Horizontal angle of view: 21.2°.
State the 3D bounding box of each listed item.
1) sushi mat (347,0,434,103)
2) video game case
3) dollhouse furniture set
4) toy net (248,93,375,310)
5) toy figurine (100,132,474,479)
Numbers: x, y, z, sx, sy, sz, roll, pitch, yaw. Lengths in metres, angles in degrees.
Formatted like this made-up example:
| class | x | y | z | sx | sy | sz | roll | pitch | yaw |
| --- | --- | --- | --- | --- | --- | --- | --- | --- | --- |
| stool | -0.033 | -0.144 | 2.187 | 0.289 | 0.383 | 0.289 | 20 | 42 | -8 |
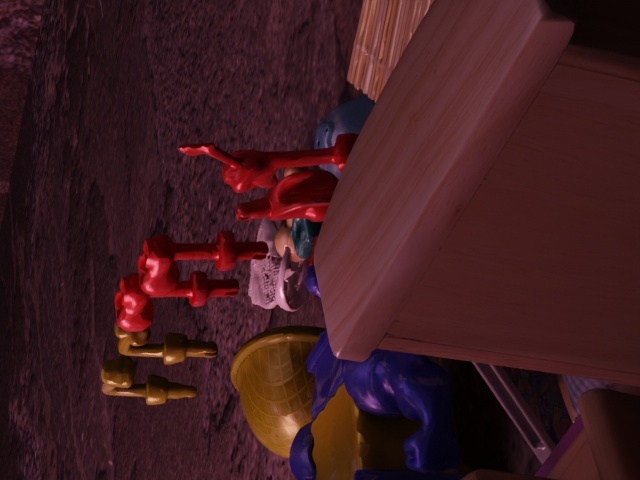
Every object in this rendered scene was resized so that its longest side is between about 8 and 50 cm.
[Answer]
| class | x | y | z | sx | sy | sz | roll | pitch | yaw |
| --- | --- | --- | --- | --- | --- | --- | --- | --- | --- |
| sushi mat | 0.064 | -0.215 | 0.952 | 0.151 | 0.019 | 0.316 | -127 | 44 | -63 |
| video game case | 0.092 | 0.036 | 0.723 | 0.011 | 0.122 | 0.087 | -13 | 34 | 37 |
| dollhouse furniture set | 0.079 | -0.071 | 0.629 | 0.303 | 0.198 | 0.286 | -101 | 30 | -43 |
| toy net | 0.000 | 0.000 | 1.171 | 0.232 | 0.045 | 0.122 | 121 | 147 | -57 |
| toy figurine | -0.007 | 0.115 | 0.941 | 0.362 | 0.191 | 0.217 | 123 | 143 | -58 |
